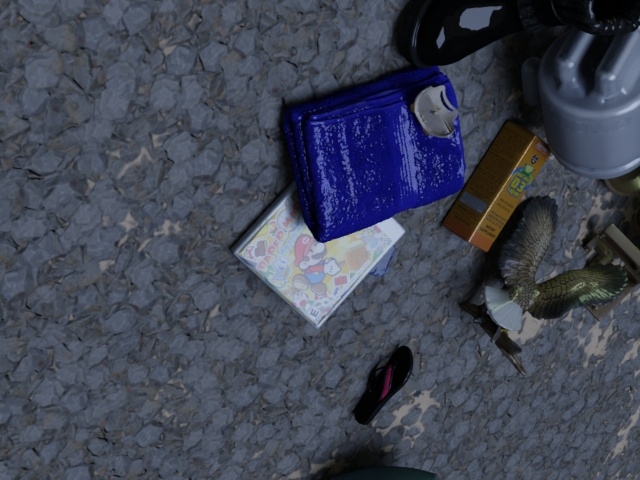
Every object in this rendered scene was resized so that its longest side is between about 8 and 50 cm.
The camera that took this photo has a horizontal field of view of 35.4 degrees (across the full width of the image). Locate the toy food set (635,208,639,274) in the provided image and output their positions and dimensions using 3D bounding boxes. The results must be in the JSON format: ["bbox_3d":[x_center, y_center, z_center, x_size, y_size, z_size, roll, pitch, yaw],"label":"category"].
[{"bbox_3d":[0.732,-0.018,2.239,0.218,0.071,0.128,-61,159,-24],"label":"toy food set"}]

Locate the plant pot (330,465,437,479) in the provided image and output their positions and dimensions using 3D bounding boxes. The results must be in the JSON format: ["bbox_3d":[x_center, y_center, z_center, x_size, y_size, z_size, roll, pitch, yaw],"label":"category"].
[{"bbox_3d":[0.092,0.570,1.989,0.290,0.195,0.290,18,90,-76],"label":"plant pot"}]

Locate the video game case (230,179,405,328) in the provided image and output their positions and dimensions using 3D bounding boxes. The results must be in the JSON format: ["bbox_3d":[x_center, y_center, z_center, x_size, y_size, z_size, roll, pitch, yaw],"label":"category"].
[{"bbox_3d":[0.000,0.000,1.646,0.227,0.026,0.206,-48,114,-4],"label":"video game case"}]

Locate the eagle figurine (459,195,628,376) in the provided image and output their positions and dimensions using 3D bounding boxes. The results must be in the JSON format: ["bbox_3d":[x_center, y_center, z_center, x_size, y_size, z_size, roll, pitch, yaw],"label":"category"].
[{"bbox_3d":[0.428,0.079,1.990,0.298,0.225,0.226,-42,126,5],"label":"eagle figurine"}]

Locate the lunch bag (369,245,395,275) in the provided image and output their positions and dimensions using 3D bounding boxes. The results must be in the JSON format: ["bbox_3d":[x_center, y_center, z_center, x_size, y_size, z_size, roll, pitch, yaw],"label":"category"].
[{"bbox_3d":[0.071,0.014,1.728,0.098,0.065,0.067,24,94,-24],"label":"lunch bag"}]

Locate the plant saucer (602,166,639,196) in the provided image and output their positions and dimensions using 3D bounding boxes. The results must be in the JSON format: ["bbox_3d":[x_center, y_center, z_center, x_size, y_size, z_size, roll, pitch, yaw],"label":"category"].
[{"bbox_3d":[0.674,-0.224,2.091,0.278,0.041,0.277,-21,129,-28],"label":"plant saucer"}]

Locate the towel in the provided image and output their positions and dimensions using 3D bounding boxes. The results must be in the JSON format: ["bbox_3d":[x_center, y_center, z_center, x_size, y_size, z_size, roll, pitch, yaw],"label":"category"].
[{"bbox_3d":[0.099,-0.142,1.603,0.308,0.076,0.227,-21,105,-29],"label":"towel"}]

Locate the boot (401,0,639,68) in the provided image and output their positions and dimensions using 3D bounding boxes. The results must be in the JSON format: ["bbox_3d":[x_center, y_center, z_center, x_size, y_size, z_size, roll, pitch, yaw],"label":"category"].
[{"bbox_3d":[0.322,-0.357,1.560,0.348,0.260,0.131,-38,135,-14],"label":"boot"}]

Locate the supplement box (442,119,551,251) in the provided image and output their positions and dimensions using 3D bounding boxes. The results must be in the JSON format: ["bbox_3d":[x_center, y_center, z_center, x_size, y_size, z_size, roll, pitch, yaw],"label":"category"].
[{"bbox_3d":[0.329,-0.100,1.864,0.078,0.080,0.233,24,98,-47],"label":"supplement box"}]

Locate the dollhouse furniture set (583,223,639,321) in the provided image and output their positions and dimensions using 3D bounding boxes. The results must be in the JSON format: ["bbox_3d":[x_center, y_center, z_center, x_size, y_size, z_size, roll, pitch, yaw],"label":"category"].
[{"bbox_3d":[0.613,0.071,2.157,0.123,0.144,0.151,-41,171,-10],"label":"dollhouse furniture set"}]

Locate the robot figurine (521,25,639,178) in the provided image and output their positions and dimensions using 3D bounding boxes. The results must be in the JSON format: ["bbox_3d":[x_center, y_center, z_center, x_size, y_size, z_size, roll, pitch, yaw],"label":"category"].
[{"bbox_3d":[0.484,-0.237,1.738,0.199,0.300,0.353,-55,151,-13],"label":"robot figurine"}]

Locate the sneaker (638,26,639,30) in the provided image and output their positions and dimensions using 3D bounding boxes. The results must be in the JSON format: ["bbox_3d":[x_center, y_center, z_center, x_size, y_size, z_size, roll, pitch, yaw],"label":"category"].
[{"bbox_3d":[0.586,-0.386,1.877,0.292,0.110,0.118,-3,109,-38],"label":"sneaker"}]

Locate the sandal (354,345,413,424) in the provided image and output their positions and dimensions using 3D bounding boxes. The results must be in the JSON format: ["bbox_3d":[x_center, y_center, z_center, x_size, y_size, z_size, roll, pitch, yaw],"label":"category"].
[{"bbox_3d":[0.118,0.281,1.950,0.040,0.067,0.179,32,98,-34],"label":"sandal"}]

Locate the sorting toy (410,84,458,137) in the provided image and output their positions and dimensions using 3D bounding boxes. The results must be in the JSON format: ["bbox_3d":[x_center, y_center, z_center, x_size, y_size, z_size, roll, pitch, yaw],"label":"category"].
[{"bbox_3d":[0.188,-0.210,1.591,0.075,0.045,0.083,-39,104,-39],"label":"sorting toy"}]
